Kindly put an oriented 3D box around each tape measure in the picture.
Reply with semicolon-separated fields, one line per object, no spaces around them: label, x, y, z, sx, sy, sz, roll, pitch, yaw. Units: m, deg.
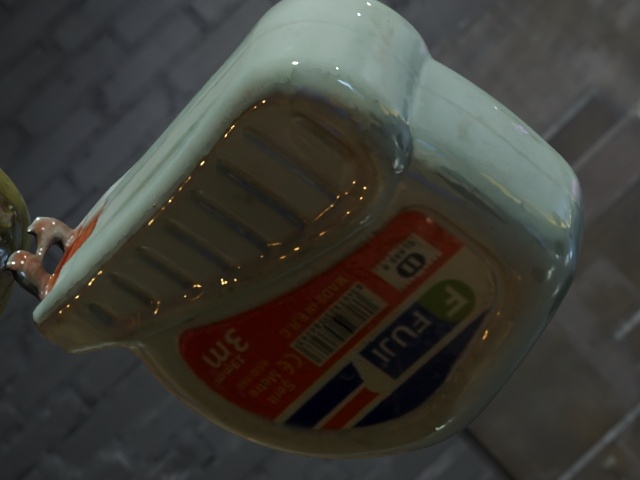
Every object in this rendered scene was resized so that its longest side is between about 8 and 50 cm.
tape measure;-0.001;0.000;1.043;0.243;0.246;0.125;-44;19;35

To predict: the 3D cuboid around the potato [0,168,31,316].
potato;-0.313;0.040;1.190;0.307;0.210;0.173;-33;12;-25
